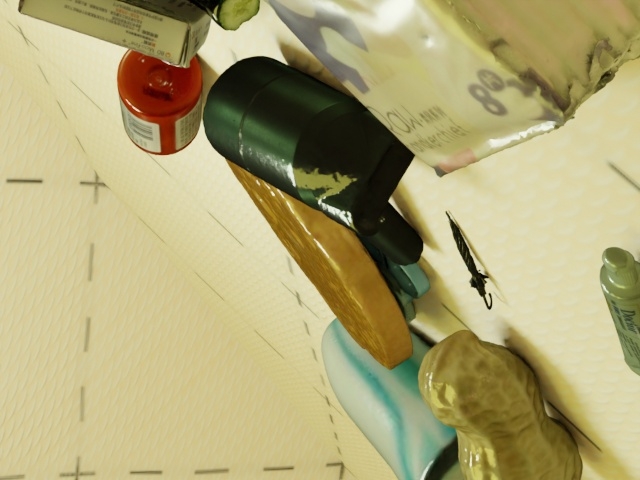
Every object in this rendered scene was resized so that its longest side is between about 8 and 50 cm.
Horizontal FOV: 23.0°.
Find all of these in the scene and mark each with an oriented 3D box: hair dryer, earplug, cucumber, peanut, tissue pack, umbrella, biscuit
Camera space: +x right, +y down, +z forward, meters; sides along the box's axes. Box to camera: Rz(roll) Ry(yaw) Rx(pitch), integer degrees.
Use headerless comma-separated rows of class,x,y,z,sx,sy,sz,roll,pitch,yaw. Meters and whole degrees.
hair dryer,0.047,-0.046,1.579,0.302,0.116,0.244,41,176,-42
earplug,0.107,0.203,2.051,0.324,0.185,0.185,45,171,40
cucumber,-0.127,-0.258,1.531,0.187,0.058,0.058,35,165,44
peanut,0.199,0.210,1.774,0.120,0.136,0.298,6,141,42
tissue pack,0.026,-0.200,0.966,0.344,0.125,0.242,46,166,-7
umbrella,0.151,0.024,1.594,0.022,0.022,0.149,-5,139,26
biscuit,0.000,0.000,1.898,0.351,0.057,0.312,53,172,10

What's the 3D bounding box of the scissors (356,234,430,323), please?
scissors,0.091,0.050,1.890,0.125,0.030,0.256,46,169,22

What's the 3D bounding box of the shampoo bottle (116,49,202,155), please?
shampoo bottle,-0.203,-0.170,2.005,0.104,0.104,0.278,45,169,4

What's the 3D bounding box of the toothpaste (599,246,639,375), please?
toothpaste,0.261,0.069,1.297,0.067,0.037,0.255,33,167,31

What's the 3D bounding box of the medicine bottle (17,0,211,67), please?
medicine bottle,-0.196,-0.234,1.566,0.171,0.052,0.201,18,-166,-3
